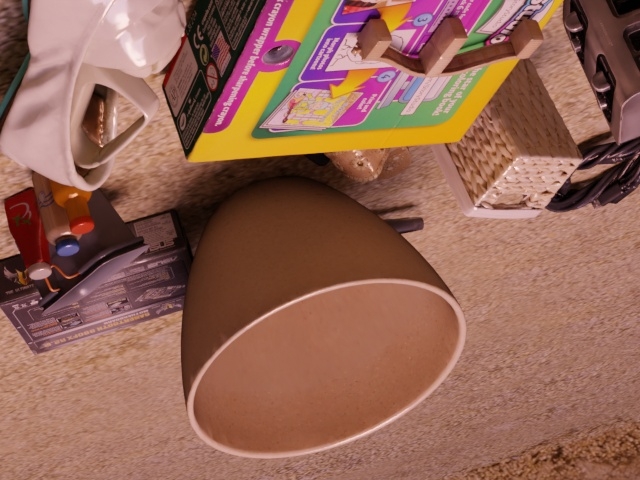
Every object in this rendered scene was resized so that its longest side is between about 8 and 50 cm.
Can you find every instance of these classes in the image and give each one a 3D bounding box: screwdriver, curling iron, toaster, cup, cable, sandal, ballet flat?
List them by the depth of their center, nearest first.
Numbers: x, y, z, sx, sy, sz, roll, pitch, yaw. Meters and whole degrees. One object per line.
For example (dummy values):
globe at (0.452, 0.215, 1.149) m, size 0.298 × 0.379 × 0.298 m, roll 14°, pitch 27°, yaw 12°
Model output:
ballet flat at (-0.181, -0.165, 1.184) m, size 0.139 × 0.139 × 0.400 m, roll -7°, pitch 157°, yaw -24°
toaster at (0.356, -0.210, 1.451) m, size 0.186 × 0.168 × 0.110 m, roll -20°, pitch 156°, yaw 6°
screwdriver at (-0.032, -0.116, 1.552) m, size 0.024 × 0.025 × 0.170 m, roll -26°, pitch 156°, yaw 17°
sandal at (0.055, -0.099, 1.582) m, size 0.088 × 0.079 × 0.240 m, roll -25°, pitch 155°, yaw 15°
cup at (-0.027, 0.064, 1.648) m, size 0.331 × 0.237 × 0.331 m, roll -15°, pitch 144°, yaw -11°
curling iron at (0.000, 0.000, 1.816) m, size 0.274 × 0.035 × 0.068 m, roll -14°, pitch 160°, yaw -9°
cable at (0.373, -0.097, 1.876) m, size 0.151 × 0.047 × 0.184 m, roll 5°, pitch 150°, yaw -33°

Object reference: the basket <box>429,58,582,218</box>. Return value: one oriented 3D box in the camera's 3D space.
basket at (0.193, -0.119, 1.543) m, size 0.113 × 0.167 × 0.103 m, roll -1°, pitch 144°, yaw -36°

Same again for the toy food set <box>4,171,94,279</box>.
toy food set at (-0.331, -0.010, 1.463) m, size 0.232 × 0.104 × 0.111 m, roll -22°, pitch 156°, yaw 8°

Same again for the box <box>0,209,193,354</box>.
box at (-0.264, 0.054, 1.713) m, size 0.231 × 0.056 × 0.183 m, roll -17°, pitch 157°, yaw -4°

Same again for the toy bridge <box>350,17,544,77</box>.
toy bridge at (0.108, -0.172, 1.267) m, size 0.188 × 0.026 × 0.063 m, roll -5°, pitch 153°, yaw -30°

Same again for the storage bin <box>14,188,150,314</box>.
storage bin at (-0.273, 0.008, 1.545) m, size 0.135 × 0.091 × 0.098 m, roll -37°, pitch 173°, yaw 34°

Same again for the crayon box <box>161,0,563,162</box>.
crayon box at (0.056, -0.219, 1.294) m, size 0.313 × 0.106 × 0.363 m, roll -7°, pitch 153°, yaw -27°
